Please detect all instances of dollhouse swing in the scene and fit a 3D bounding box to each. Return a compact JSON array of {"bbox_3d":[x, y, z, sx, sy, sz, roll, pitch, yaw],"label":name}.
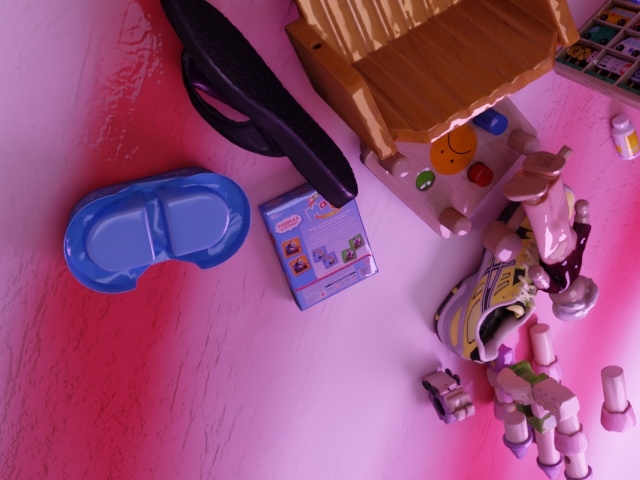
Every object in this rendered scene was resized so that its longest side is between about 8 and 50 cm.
[{"bbox_3d":[0.129,-0.373,1.340,0.346,0.315,0.305,-30,135,-8],"label":"dollhouse swing"}]

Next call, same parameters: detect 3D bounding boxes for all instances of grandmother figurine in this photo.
[{"bbox_3d":[0.416,0.007,1.673,0.208,0.104,0.342,-41,129,-22],"label":"grandmother figurine"}]

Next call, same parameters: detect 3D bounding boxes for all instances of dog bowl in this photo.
[{"bbox_3d":[-0.260,-0.025,1.501,0.297,0.074,0.166,-15,119,-17],"label":"dog bowl"}]

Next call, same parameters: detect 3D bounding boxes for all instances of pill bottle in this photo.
[{"bbox_3d":[0.585,-0.199,1.828,0.043,0.043,0.083,-33,124,-7],"label":"pill bottle"}]

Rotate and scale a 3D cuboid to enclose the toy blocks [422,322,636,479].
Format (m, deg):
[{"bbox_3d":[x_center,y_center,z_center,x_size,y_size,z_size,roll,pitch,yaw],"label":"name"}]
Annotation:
[{"bbox_3d":[0.416,0.368,1.875,0.308,0.288,0.260,-23,116,-17],"label":"toy blocks"}]

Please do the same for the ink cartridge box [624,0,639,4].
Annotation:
[{"bbox_3d":[0.616,-0.425,1.732,0.097,0.046,0.207,-49,123,2],"label":"ink cartridge box"}]

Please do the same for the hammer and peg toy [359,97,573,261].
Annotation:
[{"bbox_3d":[0.260,-0.140,1.657,0.266,0.127,0.361,-50,126,3],"label":"hammer and peg toy"}]

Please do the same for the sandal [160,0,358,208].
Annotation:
[{"bbox_3d":[-0.106,-0.191,1.445,0.107,0.168,0.446,-32,123,19],"label":"sandal"}]

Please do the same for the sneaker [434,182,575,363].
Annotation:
[{"bbox_3d":[0.376,0.068,1.798,0.145,0.147,0.385,24,101,-30],"label":"sneaker"}]

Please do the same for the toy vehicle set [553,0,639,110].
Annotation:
[{"bbox_3d":[0.528,-0.317,1.612,0.166,0.267,0.035,-46,125,1],"label":"toy vehicle set"}]

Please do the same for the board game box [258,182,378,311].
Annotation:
[{"bbox_3d":[0.000,0.000,1.654,0.160,0.039,0.212,-26,122,-12],"label":"board game box"}]
